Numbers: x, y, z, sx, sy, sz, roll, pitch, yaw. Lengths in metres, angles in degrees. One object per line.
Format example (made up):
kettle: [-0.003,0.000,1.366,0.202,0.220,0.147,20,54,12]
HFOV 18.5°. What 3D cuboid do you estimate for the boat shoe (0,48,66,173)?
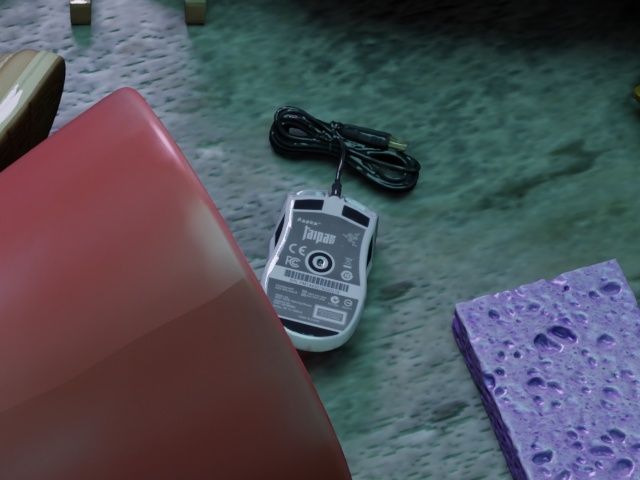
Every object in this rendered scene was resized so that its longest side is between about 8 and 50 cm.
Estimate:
boat shoe: [-0.263,-0.024,1.232,0.089,0.104,0.285,30,62,10]

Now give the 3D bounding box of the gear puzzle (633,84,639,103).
gear puzzle: [0.336,-0.174,1.414,0.175,0.044,0.339,27,59,19]

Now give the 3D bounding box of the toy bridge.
toy bridge: [-0.168,-0.184,1.383,0.188,0.026,0.063,0,58,-6]

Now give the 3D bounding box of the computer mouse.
computer mouse: [0.000,0.000,1.280,0.106,0.042,0.193,16,53,-1]

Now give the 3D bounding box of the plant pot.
plant pot: [-0.150,0.086,1.098,0.243,0.275,0.275,-28,65,-8]

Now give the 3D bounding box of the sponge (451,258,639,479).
sponge: [0.172,0.119,1.227,0.117,0.031,0.210,-14,61,-13]
